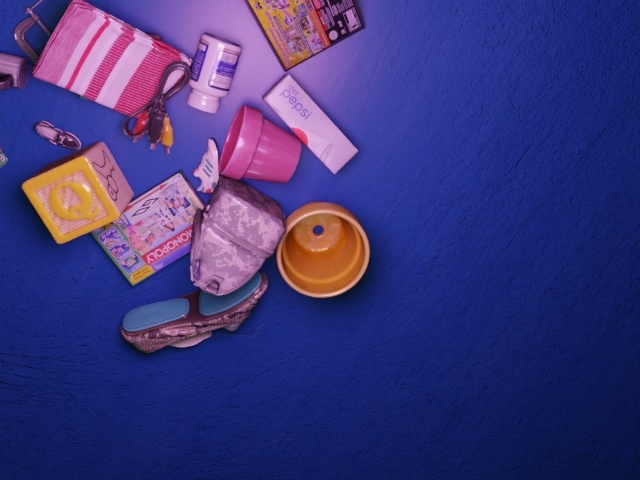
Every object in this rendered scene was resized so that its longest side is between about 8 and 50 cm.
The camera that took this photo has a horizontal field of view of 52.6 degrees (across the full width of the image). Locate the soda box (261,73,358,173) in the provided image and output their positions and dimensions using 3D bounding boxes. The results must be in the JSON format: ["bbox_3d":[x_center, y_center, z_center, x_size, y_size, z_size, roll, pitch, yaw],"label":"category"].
[{"bbox_3d":[-0.029,-0.320,1.785,0.098,0.091,0.286,-43,107,4],"label":"soda box"}]

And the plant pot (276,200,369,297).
[{"bbox_3d":[0.000,0.000,1.831,0.254,0.239,0.254,-1,110,-3],"label":"plant pot"}]

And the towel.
[{"bbox_3d":[-0.520,-0.438,1.640,0.329,0.037,0.237,20,127,-38],"label":"towel"}]

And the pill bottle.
[{"bbox_3d":[-0.287,-0.441,1.715,0.112,0.112,0.187,18,108,-11],"label":"pill bottle"}]

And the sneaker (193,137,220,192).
[{"bbox_3d":[-0.323,-0.208,1.826,0.075,0.057,0.161,-3,113,-8],"label":"sneaker"}]

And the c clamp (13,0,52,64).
[{"bbox_3d":[-0.726,-0.531,1.695,0.137,0.022,0.161,-31,109,7],"label":"c clamp"}]

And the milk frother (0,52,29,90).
[{"bbox_3d":[-0.849,-0.418,1.699,0.134,0.129,0.143,12,152,-8],"label":"milk frother"}]

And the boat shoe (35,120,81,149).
[{"bbox_3d":[-0.721,-0.286,1.777,0.125,0.038,0.046,34,104,-15],"label":"boat shoe"}]

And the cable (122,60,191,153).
[{"bbox_3d":[-0.436,-0.362,1.725,0.139,0.072,0.287,16,121,-16],"label":"cable"}]

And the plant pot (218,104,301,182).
[{"bbox_3d":[-0.159,-0.244,1.757,0.180,0.201,0.201,19,108,-20],"label":"plant pot"}]

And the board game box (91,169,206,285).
[{"bbox_3d":[-0.477,-0.034,1.884,0.317,0.046,0.213,-31,109,7],"label":"board game box"}]

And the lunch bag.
[{"bbox_3d":[-0.241,-0.010,1.730,0.212,0.305,0.256,28,100,-16],"label":"lunch bag"}]

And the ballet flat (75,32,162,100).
[{"bbox_3d":[-0.545,-0.479,1.690,0.280,0.095,0.096,-31,77,10],"label":"ballet flat"}]

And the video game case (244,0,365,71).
[{"bbox_3d":[-0.036,-0.581,1.639,0.248,0.035,0.275,-28,149,6],"label":"video game case"}]

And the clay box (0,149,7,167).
[{"bbox_3d":[-0.978,-0.264,1.757,0.127,0.053,0.222,-35,108,9],"label":"clay box"}]

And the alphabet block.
[{"bbox_3d":[-0.647,-0.134,1.754,0.193,0.197,0.192,-25,110,5],"label":"alphabet block"}]

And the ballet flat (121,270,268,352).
[{"bbox_3d":[-0.355,0.226,1.950,0.482,0.164,0.182,-20,132,9],"label":"ballet flat"}]
